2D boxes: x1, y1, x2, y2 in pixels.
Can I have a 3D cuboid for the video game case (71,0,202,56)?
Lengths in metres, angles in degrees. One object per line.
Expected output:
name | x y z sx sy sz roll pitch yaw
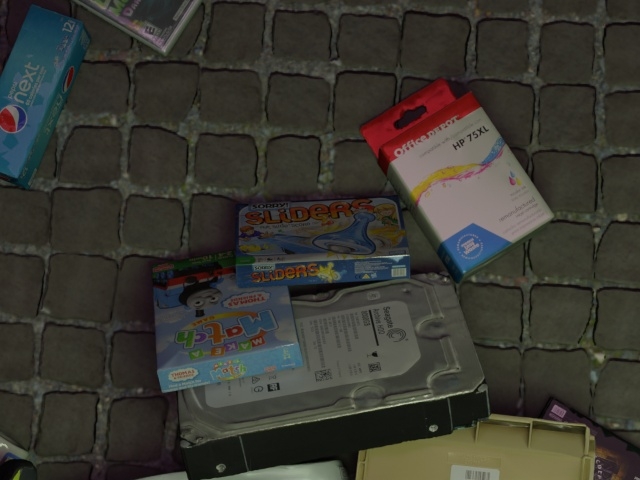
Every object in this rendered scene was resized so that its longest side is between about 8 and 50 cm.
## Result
video game case | -0.217 -0.353 1.853 0.173 0.022 0.190 31 82 6

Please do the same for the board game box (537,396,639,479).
board game box | 0.321 0.285 1.731 0.186 0.026 0.126 31 83 6

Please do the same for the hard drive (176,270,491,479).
hard drive | 0.005 0.146 1.666 0.339 0.237 0.064 -9 124 -1

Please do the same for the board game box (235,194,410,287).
board game box | 0.000 0.000 1.736 0.201 0.136 0.035 -4 123 -2

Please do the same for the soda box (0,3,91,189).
soda box | -0.355 -0.176 1.799 0.071 0.067 0.210 20 80 4

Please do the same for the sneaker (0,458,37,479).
sneaker | -0.330 0.386 1.662 0.121 0.111 0.300 0 106 -17

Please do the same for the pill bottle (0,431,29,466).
pill bottle | -0.408 0.285 1.712 0.078 0.078 0.137 32 81 6

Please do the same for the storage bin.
storage bin | 0.168 0.327 1.657 0.262 0.123 0.260 5 79 12

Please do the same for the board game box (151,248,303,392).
board game box | -0.111 0.084 1.695 0.160 0.211 0.039 -11 124 -2

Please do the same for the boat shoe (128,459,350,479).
boat shoe | -0.127 0.325 1.679 0.335 0.121 0.119 -7 76 -3

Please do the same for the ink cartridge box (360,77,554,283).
ink cartridge box | 0.160 -0.082 1.772 0.134 0.078 0.231 -32 81 -5
